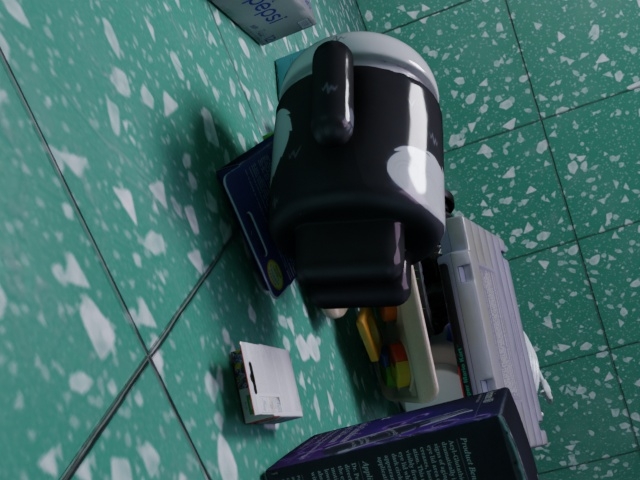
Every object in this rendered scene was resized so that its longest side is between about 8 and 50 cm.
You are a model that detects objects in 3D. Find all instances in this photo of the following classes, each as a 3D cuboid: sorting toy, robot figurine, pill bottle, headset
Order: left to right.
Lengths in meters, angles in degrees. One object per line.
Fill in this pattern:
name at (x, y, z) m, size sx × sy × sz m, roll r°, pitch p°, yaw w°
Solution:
sorting toy at (0.000, 0.000, 1.006) m, size 0.196 × 0.047 × 0.347 m, roll -34°, pitch 106°, yaw -73°
robot figurine at (0.033, -0.074, 0.768) m, size 0.174 × 0.209 × 0.278 m, roll 15°, pitch 61°, yaw -23°
sorting toy at (0.099, 0.132, 1.087) m, size 0.208 × 0.038 × 0.192 m, roll 133°, pitch -52°, yaw -74°
headset at (0.145, 0.028, 1.311) m, size 0.394 × 0.185 × 0.243 m, roll -16°, pitch 98°, yaw -73°
pill bottle at (0.208, 0.232, 1.316) m, size 0.272 × 0.152 × 0.152 m, roll -40°, pitch 111°, yaw -76°

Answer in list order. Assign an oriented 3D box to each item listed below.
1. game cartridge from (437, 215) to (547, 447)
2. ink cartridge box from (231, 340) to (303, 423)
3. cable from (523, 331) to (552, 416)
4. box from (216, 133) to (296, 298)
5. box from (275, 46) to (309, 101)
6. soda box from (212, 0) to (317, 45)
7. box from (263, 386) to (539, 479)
game cartridge at (0.267, 0.151, 1.217) m, size 0.230 × 0.068 × 0.354 m, roll 16°, pitch 61°, yaw -55°
ink cartridge box at (-0.051, 0.122, 0.657) m, size 0.115 × 0.029 × 0.062 m, roll 34°, pitch 40°, yaw -68°
cable at (0.307, 0.270, 1.498) m, size 0.089 × 0.257 × 0.257 m, roll 21°, pitch 40°, yaw -27°
box at (-0.040, -0.040, 0.832) m, size 0.136 × 0.037 × 0.225 m, roll 69°, pitch 28°, yaw -15°
box at (0.006, -0.177, 1.230) m, size 0.244 × 0.060 × 0.100 m, roll 58°, pitch 18°, yaw -47°
soda box at (-0.091, -0.343, 0.980) m, size 0.286 × 0.091 × 0.098 m, roll 10°, pitch 62°, yaw -76°
box at (0.079, 0.212, 0.674) m, size 0.153 × 0.207 × 0.108 m, roll 11°, pitch 62°, yaw -75°
